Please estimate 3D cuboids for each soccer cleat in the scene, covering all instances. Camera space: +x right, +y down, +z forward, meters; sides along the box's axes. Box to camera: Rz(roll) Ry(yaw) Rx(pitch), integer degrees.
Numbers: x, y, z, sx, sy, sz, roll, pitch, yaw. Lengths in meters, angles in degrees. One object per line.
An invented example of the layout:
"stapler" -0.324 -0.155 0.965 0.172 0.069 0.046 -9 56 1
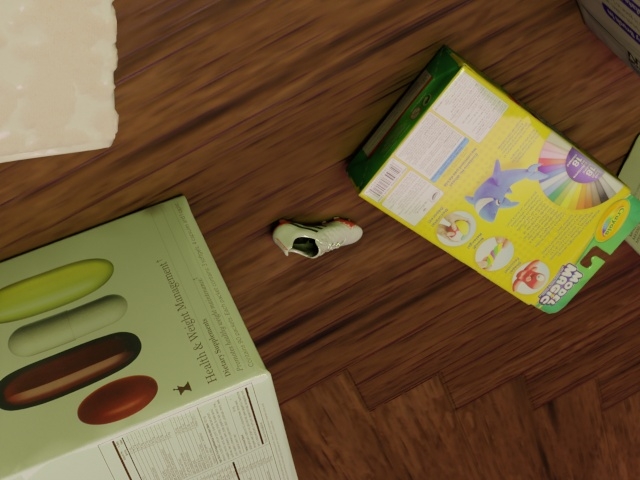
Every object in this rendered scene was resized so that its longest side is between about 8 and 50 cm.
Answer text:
"soccer cleat" 0.000 0.000 0.874 0.083 0.035 0.029 2 129 -30

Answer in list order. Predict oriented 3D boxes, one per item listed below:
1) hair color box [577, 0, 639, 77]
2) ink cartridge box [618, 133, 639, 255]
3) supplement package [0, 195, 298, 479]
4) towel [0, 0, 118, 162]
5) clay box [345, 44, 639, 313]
"hair color box" 0.213 -0.225 0.667 0.110 0.185 0.339 -34 139 4
"ink cartridge box" 0.395 0.002 0.951 0.172 0.237 0.100 -4 129 -26
"supplement package" -0.150 0.108 0.774 0.203 0.194 0.149 -22 137 -11
"towel" -0.265 -0.166 0.553 0.317 0.053 0.332 -11 135 -21
"clay box" 0.145 -0.040 0.856 0.222 0.053 0.127 31 107 -27
